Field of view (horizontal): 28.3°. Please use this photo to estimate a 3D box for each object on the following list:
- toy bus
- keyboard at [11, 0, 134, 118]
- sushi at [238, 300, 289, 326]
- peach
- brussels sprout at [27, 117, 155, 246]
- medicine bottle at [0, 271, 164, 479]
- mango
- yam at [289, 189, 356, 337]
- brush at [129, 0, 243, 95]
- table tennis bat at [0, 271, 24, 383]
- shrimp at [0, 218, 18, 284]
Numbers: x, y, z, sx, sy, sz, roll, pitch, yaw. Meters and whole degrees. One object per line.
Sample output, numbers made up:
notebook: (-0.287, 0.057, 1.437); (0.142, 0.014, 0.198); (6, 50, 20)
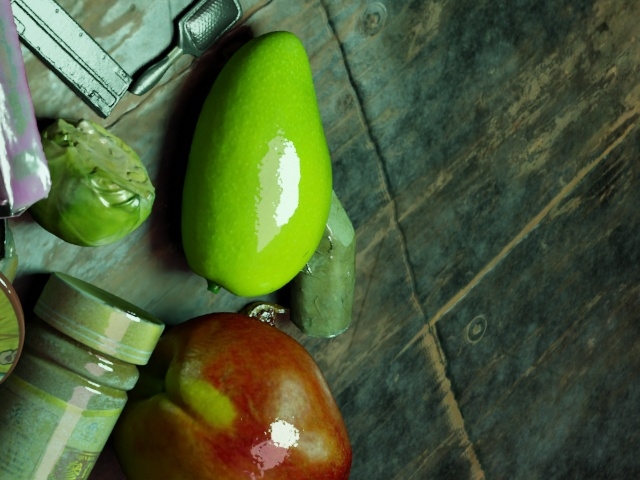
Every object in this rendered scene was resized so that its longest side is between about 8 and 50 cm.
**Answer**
toy bus: (-0.367, -0.153, 1.342); (0.090, 0.112, 0.274); (-35, 124, -48)
keyboard: (-0.292, -0.220, 1.470); (0.063, 0.010, 0.198); (-56, 136, -12)
sushi: (-0.090, 0.117, 1.785); (0.099, 0.047, 0.050); (-48, 131, -20)
peach: (-0.105, 0.256, 1.645); (0.308, 0.308, 0.332); (-50, 119, -16)
brussels sprout: (-0.277, -0.060, 1.476); (0.122, 0.151, 0.149); (-41, 167, 16)
medicine bottle: (-0.326, 0.211, 1.525); (0.151, 0.151, 0.322); (29, 87, -46)
mango: (-0.075, -0.096, 1.622); (0.192, 0.156, 0.343); (4, 102, -28)
yam: (0.000, 0.000, 1.784); (0.106, 0.106, 0.259); (-20, 122, -37)
brush: (-0.167, -0.243, 1.574); (0.193, 0.016, 0.063); (-47, 133, -18)
table tennis bat: (-0.442, 0.059, 1.377); (0.200, 0.038, 0.310); (-20, 126, -1)
shrimp: (-0.412, 0.018, 1.438); (0.150, 0.051, 0.217); (-37, 137, -31)
